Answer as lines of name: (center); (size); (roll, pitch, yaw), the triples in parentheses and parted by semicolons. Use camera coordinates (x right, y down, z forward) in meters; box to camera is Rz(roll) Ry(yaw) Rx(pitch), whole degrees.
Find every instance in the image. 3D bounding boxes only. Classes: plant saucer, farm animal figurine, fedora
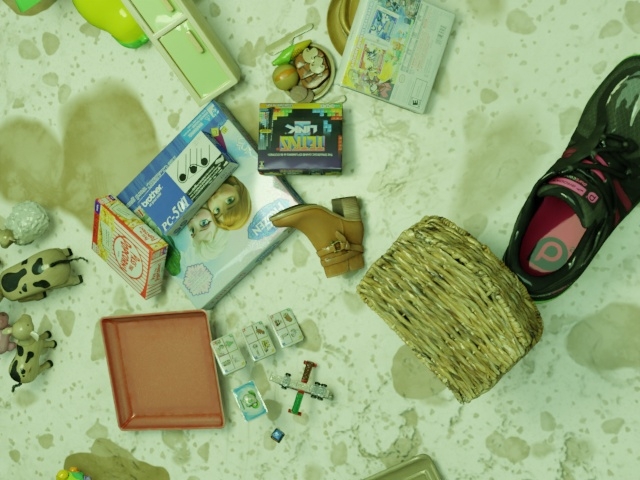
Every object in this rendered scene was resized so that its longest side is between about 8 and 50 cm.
plant saucer: (-0.331, 0.275, 1.758); (0.258, 0.047, 0.259); (-6, 97, 18)
farm animal figurine: (-0.669, 0.125, 1.813); (0.326, 0.172, 0.330); (-39, 83, 10)
fedora: (0.090, -0.445, 1.629); (0.194, 0.079, 0.195); (0, 89, 18)

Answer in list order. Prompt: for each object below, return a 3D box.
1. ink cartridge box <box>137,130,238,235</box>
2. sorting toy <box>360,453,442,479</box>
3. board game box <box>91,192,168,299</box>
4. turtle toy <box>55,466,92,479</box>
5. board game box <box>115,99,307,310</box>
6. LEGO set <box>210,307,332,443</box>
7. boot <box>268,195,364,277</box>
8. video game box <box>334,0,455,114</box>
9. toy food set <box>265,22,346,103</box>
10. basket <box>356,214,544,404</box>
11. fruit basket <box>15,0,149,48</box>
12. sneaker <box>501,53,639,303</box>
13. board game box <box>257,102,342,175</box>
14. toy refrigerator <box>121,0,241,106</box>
ink cartridge box: (-0.273, -0.116, 1.690); (0.207, 0.046, 0.097); (-46, 75, 13)
sorting toy: (0.130, 0.579, 1.632); (0.307, 0.041, 0.229); (-28, 86, 16)
board game box: (-0.410, 0.013, 1.755); (0.193, 0.045, 0.147); (38, 134, 23)
turtle toy: (-0.536, 0.557, 1.828); (0.130, 0.066, 0.095); (31, 122, 13)
board game box: (-0.231, -0.072, 1.736); (0.318, 0.066, 0.318); (-43, 78, 13)
LEGO set: (-0.093, 0.282, 1.671); (0.182, 0.060, 0.244); (-24, 68, -10)
boot: (0.000, 0.000, 1.616); (0.197, 0.073, 0.153); (-10, 96, -20)
video game box: (0.142, -0.367, 1.576); (0.187, 0.048, 0.205); (16, 95, -24)
toy food set: (-0.035, -0.345, 1.689); (0.132, 0.038, 0.192); (-27, 81, 16)
basket: (0.258, 0.096, 1.470); (0.299, 0.223, 0.213); (46, 121, 14)
fruit basket: (-0.477, -0.603, 1.761); (0.391, 0.283, 0.392); (-3, 127, -4)
sneaker: (0.479, -0.095, 1.435); (0.185, 0.202, 0.483); (28, 98, 15)
board game box: (-0.040, -0.204, 1.649); (0.170, 0.048, 0.141); (0, 76, 2)
toy refrigerator: (-0.281, -0.417, 1.673); (0.102, 0.094, 0.270); (-29, 113, 14)
